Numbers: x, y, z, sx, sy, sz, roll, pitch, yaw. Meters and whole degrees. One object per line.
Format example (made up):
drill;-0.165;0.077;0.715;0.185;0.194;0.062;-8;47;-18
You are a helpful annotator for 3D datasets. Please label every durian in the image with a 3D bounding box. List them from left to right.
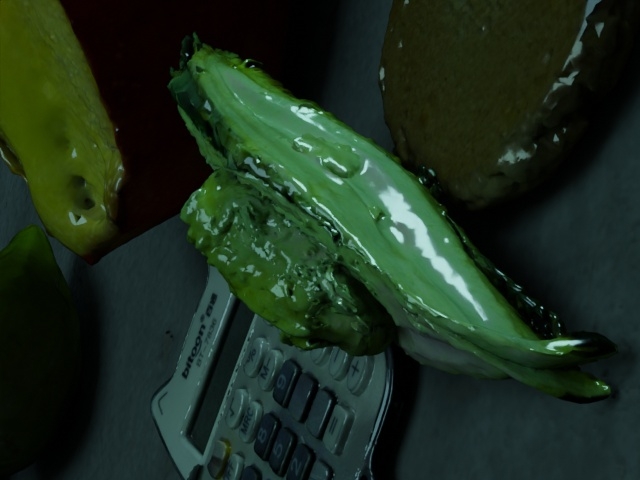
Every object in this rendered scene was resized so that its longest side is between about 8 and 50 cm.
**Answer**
durian;0.004;-0.006;0.814;0.375;0.132;0.107;38;128;41

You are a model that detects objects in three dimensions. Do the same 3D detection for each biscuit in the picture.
biscuit;0.098;-0.122;0.818;0.226;0.042;0.226;-39;44;51

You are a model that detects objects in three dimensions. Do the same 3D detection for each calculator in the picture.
calculator;-0.027;0.094;0.944;0.268;0.040;0.177;39;111;61

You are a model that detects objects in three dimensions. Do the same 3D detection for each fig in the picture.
fig;-0.263;0.101;1.298;0.233;0.167;0.167;-43;11;-31

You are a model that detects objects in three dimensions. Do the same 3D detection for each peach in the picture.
peach;-0.158;-0.157;1.072;0.281;0.281;0.338;-11;67;61
